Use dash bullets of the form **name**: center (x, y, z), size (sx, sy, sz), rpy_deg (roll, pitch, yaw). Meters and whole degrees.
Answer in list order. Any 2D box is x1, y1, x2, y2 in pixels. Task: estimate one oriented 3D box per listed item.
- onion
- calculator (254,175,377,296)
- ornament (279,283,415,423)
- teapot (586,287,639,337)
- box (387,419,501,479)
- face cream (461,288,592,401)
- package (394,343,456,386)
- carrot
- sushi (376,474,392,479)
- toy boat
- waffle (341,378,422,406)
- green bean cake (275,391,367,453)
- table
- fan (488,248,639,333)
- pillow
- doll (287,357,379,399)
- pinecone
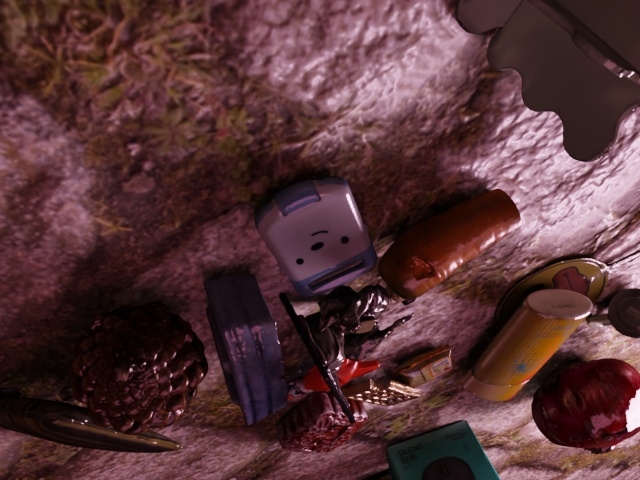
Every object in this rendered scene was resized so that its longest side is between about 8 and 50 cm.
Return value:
- **onion**: center (0.568, 0.352, 1.299), size (0.247, 0.190, 0.246), rpy_deg (-14, 157, -6)
- **calculator**: center (0.000, 0.000, 0.764), size (0.121, 0.039, 0.210), rpy_deg (-23, 141, 3)
- **ornament**: center (0.072, 0.115, 0.858), size (0.196, 0.153, 0.166), rpy_deg (-31, 141, -5)
- **teapot**: center (0.580, 0.138, 1.167), size (0.091, 0.124, 0.092), rpy_deg (30, 77, -61)
- **box**: center (0.286, 0.558, 1.301), size (0.205, 0.311, 0.118), rpy_deg (-14, 130, -9)
- **face cream**: center (0.363, 0.200, 1.116), size (0.140, 0.067, 0.285), rpy_deg (1, 136, -20)
- **package**: center (0.193, 0.232, 1.115), size (0.108, 0.031, 0.120), rpy_deg (-24, 147, 4)
- **carrot**: center (0.166, 0.000, 0.810), size (0.193, 0.087, 0.087), rpy_deg (-37, 139, -1)
- **sushi**: center (0.264, 0.729, 1.417), size (0.352, 0.396, 0.240), rpy_deg (-11, 144, 3)
- **toy boat**: center (-0.098, 0.162, 0.830), size (0.078, 0.127, 0.282), rpy_deg (-19, 139, -13)
- **waffle**: center (0.112, 0.276, 1.117), size (0.092, 0.021, 0.135), rpy_deg (-26, 145, 35)
- **green bean cake**: center (0.003, 0.338, 1.125), size (0.136, 0.056, 0.135), rpy_deg (21, 125, -40)
- **table**: center (0.239, -0.183, 0.546), size (0.167, 0.198, 0.166), rpy_deg (-13, 139, -11)
- **fan**: center (0.446, 0.084, 1.084), size (0.335, 0.011, 0.229), rpy_deg (-30, 140, 11)
- **pillow**: center (-0.329, 0.247, 0.819), size (0.212, 0.052, 0.208), rpy_deg (-7, 152, 34)
- **doll**: center (0.003, 0.218, 0.989), size (0.169, 0.057, 0.109), rpy_deg (-32, 141, 9)
- **pinecone**: center (-0.221, 0.156, 0.753), size (0.174, 0.173, 0.173), rpy_deg (-13, 139, -12)
